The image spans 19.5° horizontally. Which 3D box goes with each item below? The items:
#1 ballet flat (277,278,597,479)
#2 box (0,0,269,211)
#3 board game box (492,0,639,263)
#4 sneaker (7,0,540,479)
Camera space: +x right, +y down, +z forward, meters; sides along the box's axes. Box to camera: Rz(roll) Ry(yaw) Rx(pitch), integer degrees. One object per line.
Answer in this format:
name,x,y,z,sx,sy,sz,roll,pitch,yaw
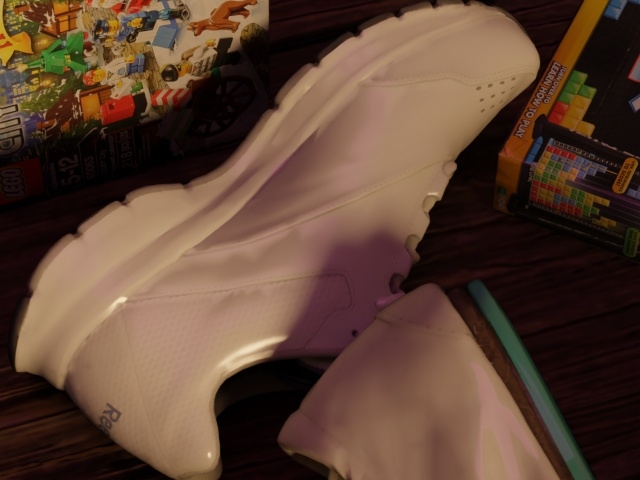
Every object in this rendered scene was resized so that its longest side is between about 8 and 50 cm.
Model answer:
ballet flat,0.104,0.193,0.714,0.139,0.139,0.400,-22,57,-16
box,-0.104,-0.115,0.863,0.159,0.233,0.044,-19,57,-13
board game box,0.184,-0.065,0.943,0.141,0.048,0.170,20,56,15
sneaker,0.000,0.000,0.875,0.297,0.111,0.129,-40,74,-18
